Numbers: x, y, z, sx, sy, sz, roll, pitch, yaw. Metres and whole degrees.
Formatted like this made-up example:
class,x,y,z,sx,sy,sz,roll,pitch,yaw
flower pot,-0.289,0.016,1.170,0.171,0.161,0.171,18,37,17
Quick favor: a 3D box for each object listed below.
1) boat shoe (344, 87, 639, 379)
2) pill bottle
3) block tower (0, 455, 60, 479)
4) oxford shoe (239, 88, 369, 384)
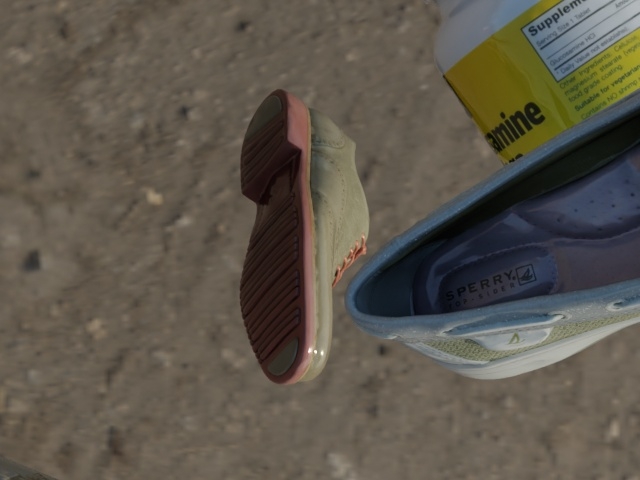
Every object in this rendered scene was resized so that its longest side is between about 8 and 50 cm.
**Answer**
class,x,y,z,sx,sy,sz,roll,pitch,yaw
boat shoe,0.160,-0.017,0.961,0.103,0.320,0.118,13,58,-53
pill bottle,0.216,-0.138,1.592,0.188,0.188,0.334,-33,87,-26
block tower,-0.220,0.185,0.895,0.335,0.091,0.097,-12,121,-67
oxford shoe,0.000,0.000,1.880,0.130,0.123,0.348,21,48,-27
